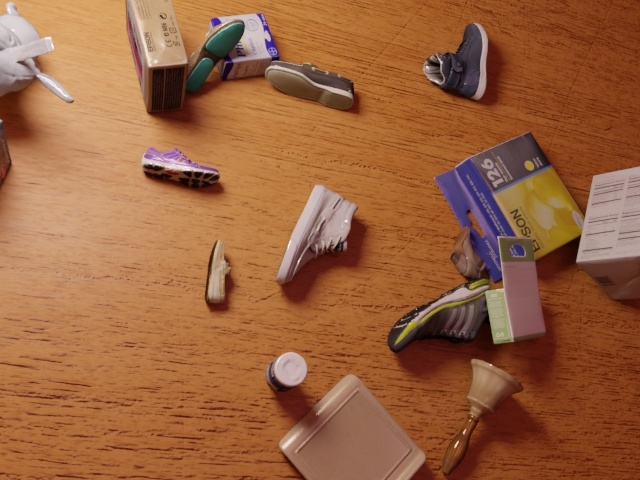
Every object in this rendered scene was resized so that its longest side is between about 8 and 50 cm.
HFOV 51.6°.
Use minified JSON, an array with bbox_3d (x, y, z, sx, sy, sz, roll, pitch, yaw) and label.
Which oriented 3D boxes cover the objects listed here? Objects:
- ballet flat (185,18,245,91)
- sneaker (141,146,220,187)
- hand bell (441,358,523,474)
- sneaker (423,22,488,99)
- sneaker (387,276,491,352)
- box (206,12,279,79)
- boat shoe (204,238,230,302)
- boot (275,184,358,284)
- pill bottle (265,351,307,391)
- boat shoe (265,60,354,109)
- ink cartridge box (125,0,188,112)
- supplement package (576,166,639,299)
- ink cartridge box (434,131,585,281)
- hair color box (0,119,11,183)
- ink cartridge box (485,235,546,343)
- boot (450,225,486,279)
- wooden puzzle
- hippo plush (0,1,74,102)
[{"bbox_3d":[-0.252,-0.429,1.489,0.073,0.206,0.067,25,27,-51],"label":"ballet flat"},{"bbox_3d":[-0.298,-0.166,1.432,0.169,0.068,0.071,14,61,-12],"label":"sneaker"},{"bbox_3d":[0.324,0.392,1.428,0.126,0.126,0.242,34,77,-4],"label":"hand bell"},{"bbox_3d":[0.357,-0.496,1.756,0.163,0.086,0.226,10,69,-18],"label":"sneaker"},{"bbox_3d":[0.283,0.185,1.474,0.299,0.111,0.121,-24,84,-22],"label":"sneaker"},{"bbox_3d":[-0.185,-0.461,1.573,0.137,0.072,0.126,-15,75,-22],"label":"box"},{"bbox_3d":[-0.212,0.066,1.387,0.045,0.050,0.136,11,78,-18],"label":"boat shoe"},{"bbox_3d":[0.000,0.000,1.450,0.123,0.095,0.258,24,64,-1],"label":"boot"},{"bbox_3d":[-0.072,0.265,1.316,0.067,0.120,0.067,6,69,-16],"label":"pill bottle"},{"bbox_3d":[-0.024,-0.386,1.597,0.227,0.081,0.069,17,63,-20],"label":"boat shoe"},{"bbox_3d":[-0.359,-0.426,1.434,0.088,0.193,0.235,-12,74,-20],"label":"ink cartridge box"},{"bbox_3d":[0.788,-0.019,1.630,0.199,0.198,0.263,37,61,-30],"label":"supplement package"},{"bbox_3d":[0.486,-0.094,1.662,0.307,0.072,0.304,-25,81,-27],"label":"ink cartridge box"},{"bbox_3d":[-0.774,-0.206,1.228,0.347,0.174,0.105,21,64,-11],"label":"hair color box"},{"bbox_3d":[0.444,0.112,1.522,0.171,0.056,0.235,1,78,-46],"label":"ink cartridge box"},{"bbox_3d":[0.362,0.035,1.593,0.087,0.042,0.119,34,65,-11],"label":"boot"},{"bbox_3d":[0.066,0.430,1.350,0.221,0.044,0.239,-40,82,-26],"label":"wooden puzzle"},{"bbox_3d":[-0.645,-0.398,1.292,0.294,0.235,0.237,-9,37,-2],"label":"hippo plush"}]
